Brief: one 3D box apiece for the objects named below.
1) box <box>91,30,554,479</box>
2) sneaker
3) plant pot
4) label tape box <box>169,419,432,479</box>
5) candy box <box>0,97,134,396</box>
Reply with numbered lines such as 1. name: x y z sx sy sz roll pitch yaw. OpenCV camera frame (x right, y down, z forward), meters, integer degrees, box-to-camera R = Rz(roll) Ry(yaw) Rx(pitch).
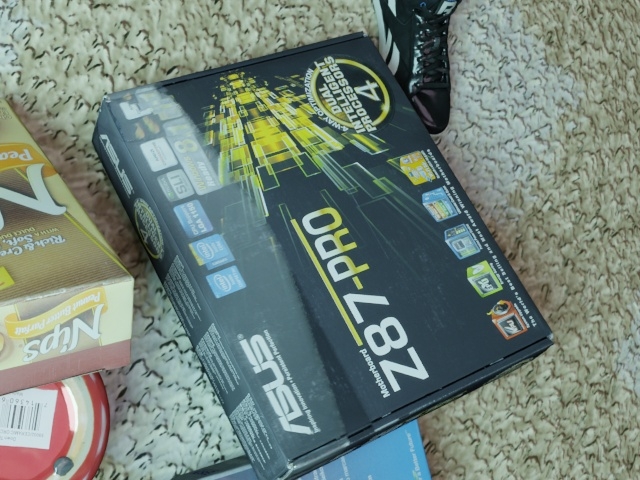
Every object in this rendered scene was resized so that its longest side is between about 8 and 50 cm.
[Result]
1. box: 0.000 0.000 1.011 0.318 0.097 0.395 -20 72 -28
2. sneaker: 0.122 -0.232 1.164 0.079 0.121 0.217 -11 86 -29
3. plant pot: -0.276 0.156 0.845 0.191 0.174 0.191 4 80 -27
4. label tape box: -0.045 0.329 0.971 0.347 0.115 0.249 -12 86 -25
5. candy box: -0.289 -0.004 0.801 0.183 0.316 0.087 -12 126 -29
